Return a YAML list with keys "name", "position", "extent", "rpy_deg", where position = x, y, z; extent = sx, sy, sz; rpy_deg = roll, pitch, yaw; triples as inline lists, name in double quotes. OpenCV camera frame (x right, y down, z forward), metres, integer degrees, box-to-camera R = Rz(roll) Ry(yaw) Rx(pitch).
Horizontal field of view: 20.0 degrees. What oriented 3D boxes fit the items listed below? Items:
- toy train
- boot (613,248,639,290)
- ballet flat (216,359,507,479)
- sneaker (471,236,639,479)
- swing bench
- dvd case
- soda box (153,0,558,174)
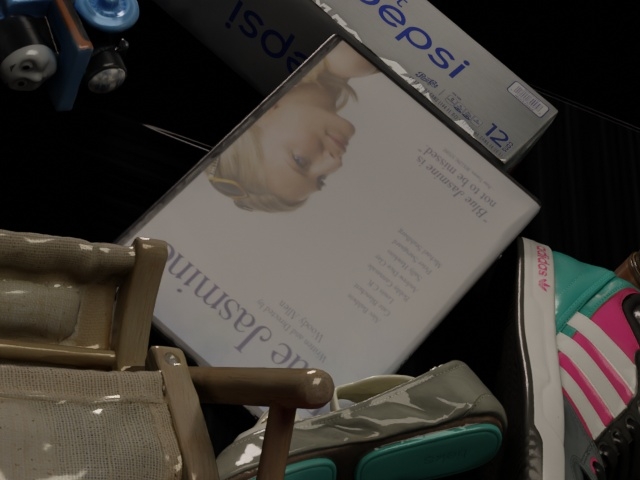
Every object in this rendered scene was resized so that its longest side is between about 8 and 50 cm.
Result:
- name: "toy train"
  position: [-0.192, -0.167, 1.184]
  extent: [0.105, 0.080, 0.184]
  rpy_deg: [-12, 61, -29]
- name: "boot"
  position: [0.313, 0.065, 1.258]
  extent: [0.219, 0.106, 0.082]
  rpy_deg: [44, 26, 10]
- name: "ballet flat"
  position: [0.004, 0.118, 1.033]
  extent: [0.213, 0.072, 0.068]
  rpy_deg: [-13, 50, -23]
- name: "sneaker"
  position: [0.188, 0.131, 1.122]
  extent: [0.178, 0.124, 0.295]
  rpy_deg: [16, 43, -7]
- name: "swing bench"
  position: [-0.167, 0.090, 0.871]
  extent: [0.253, 0.165, 0.254]
  rpy_deg: [7, 11, -26]
- name: "dvd case"
  position: [0.000, 0.000, 1.132]
  extent: [0.180, 0.022, 0.253]
  rpy_deg: [41, 60, 6]
- name: "soda box"
  position: [0.018, -0.133, 1.268]
  extent: [0.286, 0.098, 0.091]
  rpy_deg: [41, 43, 7]
